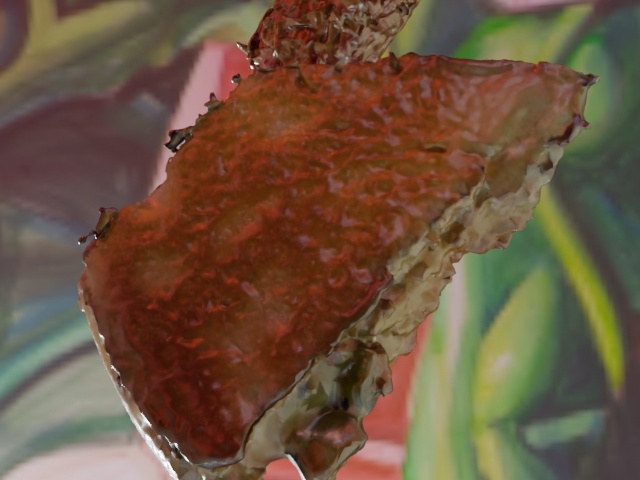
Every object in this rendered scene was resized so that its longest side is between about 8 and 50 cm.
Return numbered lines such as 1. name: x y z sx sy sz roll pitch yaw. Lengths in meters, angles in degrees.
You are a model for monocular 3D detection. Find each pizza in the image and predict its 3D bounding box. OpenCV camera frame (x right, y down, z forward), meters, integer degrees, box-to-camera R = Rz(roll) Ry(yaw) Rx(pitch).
1. pizza: 0.000 0.000 0.726 0.226 0.147 0.069 -51 -30 -7

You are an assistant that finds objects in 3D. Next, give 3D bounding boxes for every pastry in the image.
1. pastry: 0.022 -0.130 0.858 0.169 0.063 0.087 -54 4 13
